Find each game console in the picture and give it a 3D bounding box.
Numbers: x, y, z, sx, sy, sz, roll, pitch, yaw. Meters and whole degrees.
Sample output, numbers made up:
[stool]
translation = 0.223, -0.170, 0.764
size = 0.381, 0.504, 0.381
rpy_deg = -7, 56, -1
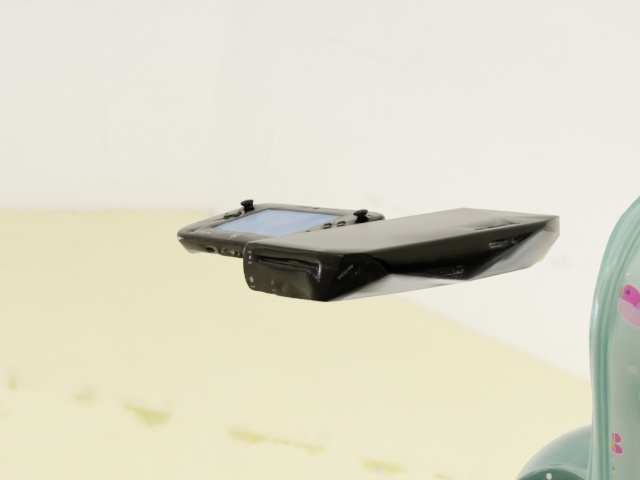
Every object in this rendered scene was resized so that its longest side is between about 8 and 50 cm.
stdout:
[game console]
translation = 0.000, 0.000, 1.170
size = 0.213, 0.044, 0.361
rpy_deg = -9, 9, -36

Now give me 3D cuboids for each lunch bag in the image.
[lunch bag]
translation = 0.231, 0.069, 0.843
size = 0.108, 0.224, 0.279
rpy_deg = 18, -48, 33

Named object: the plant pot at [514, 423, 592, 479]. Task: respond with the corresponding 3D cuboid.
[plant pot]
translation = 0.330, 0.355, 1.756
size = 0.293, 0.293, 0.196
rpy_deg = -11, -14, 40
